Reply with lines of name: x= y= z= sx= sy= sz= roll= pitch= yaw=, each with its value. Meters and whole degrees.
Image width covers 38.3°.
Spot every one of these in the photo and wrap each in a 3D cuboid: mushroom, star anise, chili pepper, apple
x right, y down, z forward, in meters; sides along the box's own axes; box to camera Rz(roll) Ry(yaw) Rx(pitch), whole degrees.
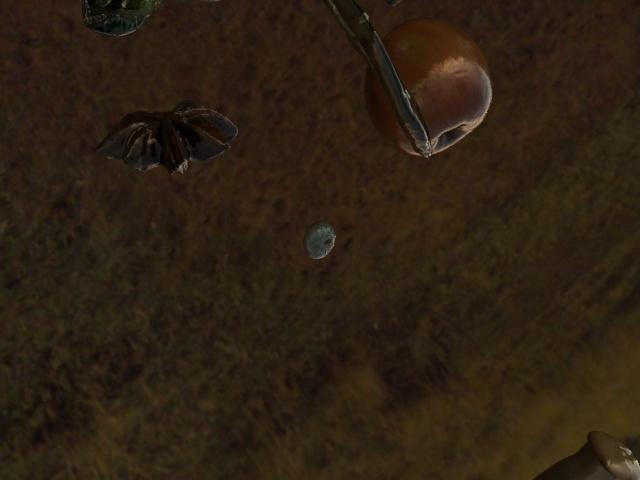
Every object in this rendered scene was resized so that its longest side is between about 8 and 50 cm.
mushroom: x=0.317 y=0.361 z=1.233 sx=0.096 sy=0.108 sz=0.247 roll=28 pitch=102 yaw=-36
star anise: x=-0.335 y=-0.227 z=2.005 sx=0.315 sy=0.315 sz=0.108 roll=-25 pitch=121 yaw=-30
chili pepper: x=-0.422 y=-0.567 z=2.050 sx=0.264 sy=0.116 sz=0.148 roll=-46 pitch=139 yaw=5
apple: x=0.193 y=-0.285 z=1.709 sx=0.253 sy=0.253 sz=0.253 roll=-32 pitch=157 yaw=-15

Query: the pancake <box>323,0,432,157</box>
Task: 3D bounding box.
pancake: x=0.057 y=-0.206 z=1.017 sx=0.031 sy=0.250 sz=0.250 roll=-31 pitch=159 yaw=7

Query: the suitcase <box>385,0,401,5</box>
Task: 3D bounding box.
suitcase: x=0.125 y=-0.739 z=2.140 sx=0.152 sy=0.335 sz=0.229 roll=-16 pitch=-136 yaw=51

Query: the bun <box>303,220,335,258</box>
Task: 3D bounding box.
bun: x=0.000 y=0.000 z=1.897 sx=0.083 sy=0.045 sz=0.083 roll=-22 pitch=125 yaw=-36
